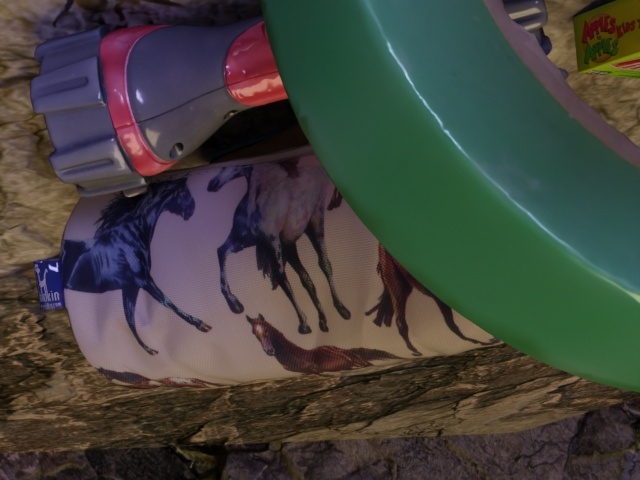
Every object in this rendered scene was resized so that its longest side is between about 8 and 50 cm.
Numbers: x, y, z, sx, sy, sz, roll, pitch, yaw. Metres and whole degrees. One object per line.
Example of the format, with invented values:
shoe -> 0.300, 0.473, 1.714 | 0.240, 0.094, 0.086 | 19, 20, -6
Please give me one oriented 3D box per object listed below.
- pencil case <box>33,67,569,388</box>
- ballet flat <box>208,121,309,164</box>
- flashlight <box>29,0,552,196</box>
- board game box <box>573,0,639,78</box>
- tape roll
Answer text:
pencil case -> 0.000, 0.000, 0.853 | 0.410, 0.183, 0.160 | -10, -152, 34
ballet flat -> 0.007, -0.065, 0.962 | 0.232, 0.073, 0.080 | -24, 157, 37
flashlight -> -0.017, -0.108, 0.757 | 0.304, 0.103, 0.103 | -13, 161, 9
board game box -> 0.281, -0.145, 0.902 | 0.181, 0.043, 0.092 | 0, 172, -34
tape roll -> 0.138, -0.103, 0.486 | 0.321, 0.321, 0.077 | -4, 162, -23
